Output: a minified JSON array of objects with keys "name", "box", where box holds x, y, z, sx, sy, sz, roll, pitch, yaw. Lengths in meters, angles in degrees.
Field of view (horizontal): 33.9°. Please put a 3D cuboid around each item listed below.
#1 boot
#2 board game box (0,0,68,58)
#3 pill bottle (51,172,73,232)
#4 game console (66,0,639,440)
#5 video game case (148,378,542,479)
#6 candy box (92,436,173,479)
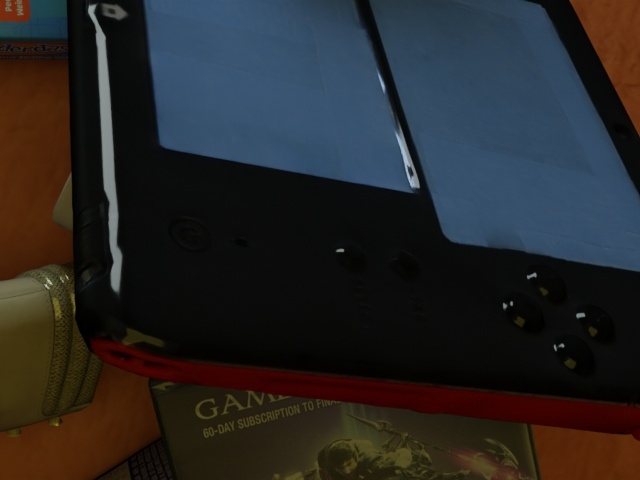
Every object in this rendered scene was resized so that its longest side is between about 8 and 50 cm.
[{"name":"boot","box":[-0.248,0.111,0.620,0.203,0.262,0.095,-11,55,-48]},{"name":"board game box","box":[-0.186,-0.191,0.636,0.210,0.047,0.160,-5,85,-24]},{"name":"pill bottle","box":[0.000,0.000,0.646,0.302,0.169,0.169,27,85,-12]},{"name":"game console","box":[0.034,-0.077,0.567,0.342,0.060,0.386,13,44,-28]},{"name":"video game case","box":[0.033,0.180,0.582,0.196,0.026,0.274,-14,100,-6]},{"name":"candy box","box":[-0.094,0.285,0.653,0.317,0.122,0.268,-32,99,-9]}]
